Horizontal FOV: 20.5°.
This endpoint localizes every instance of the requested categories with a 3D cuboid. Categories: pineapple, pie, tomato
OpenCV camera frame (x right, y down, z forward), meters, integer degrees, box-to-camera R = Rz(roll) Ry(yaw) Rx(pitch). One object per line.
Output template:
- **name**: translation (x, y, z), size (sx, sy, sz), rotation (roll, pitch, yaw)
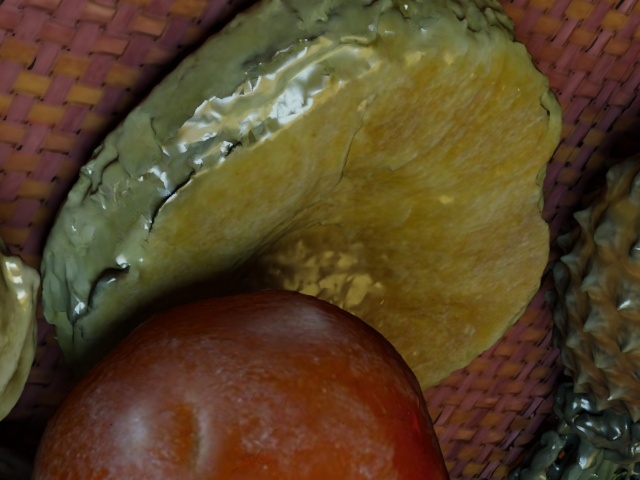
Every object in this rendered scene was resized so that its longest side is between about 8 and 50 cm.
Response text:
- **pineapple**: translation (0.208, 0.076, 1.173), size (0.175, 0.175, 0.361), rotation (-11, 148, -26)
- **pie**: translation (0.000, 0.000, 1.001), size (0.339, 0.083, 0.339), rotation (-21, 137, -21)
- **tomato**: translation (-0.032, 0.142, 0.891), size (0.232, 0.188, 0.232), rotation (-11, 105, -43)

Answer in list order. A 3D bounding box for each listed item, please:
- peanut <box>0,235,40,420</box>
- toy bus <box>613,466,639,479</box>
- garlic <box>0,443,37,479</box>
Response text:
- **peanut**: translation (-0.243, -0.005, 0.786), size (0.153, 0.140, 0.325), rotation (-10, 145, 22)
- **toy bus**: translation (0.303, 0.207, 1.395), size (0.175, 0.088, 0.101), rotation (-26, 140, -13)
- **garlic**: translation (-0.208, 0.226, 0.982), size (0.160, 0.245, 0.245), rotation (1, 137, 10)
